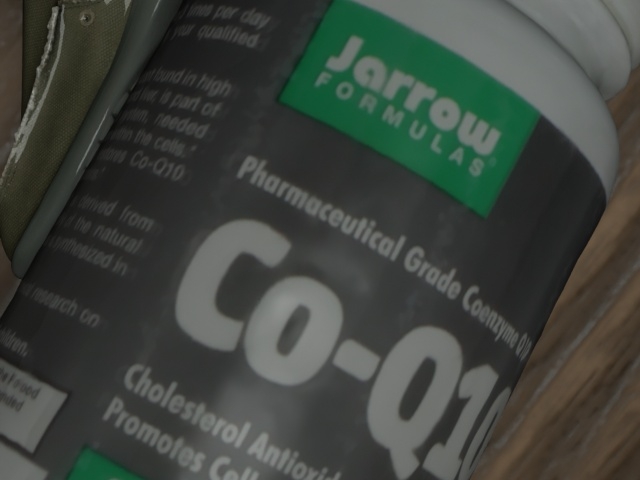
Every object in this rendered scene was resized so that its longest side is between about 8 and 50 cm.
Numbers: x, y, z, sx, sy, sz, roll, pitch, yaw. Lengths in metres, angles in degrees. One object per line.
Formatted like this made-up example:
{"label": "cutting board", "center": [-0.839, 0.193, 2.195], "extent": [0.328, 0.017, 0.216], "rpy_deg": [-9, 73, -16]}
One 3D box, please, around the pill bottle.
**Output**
{"label": "pill bottle", "center": [0.000, 0.000, 0.576], "extent": [0.204, 0.204, 0.361], "rpy_deg": [29, 80, -9]}

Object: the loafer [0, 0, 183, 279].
{"label": "loafer", "center": [-0.098, -0.100, 0.645], "extent": [0.087, 0.094, 0.251], "rpy_deg": [24, 91, 20]}
